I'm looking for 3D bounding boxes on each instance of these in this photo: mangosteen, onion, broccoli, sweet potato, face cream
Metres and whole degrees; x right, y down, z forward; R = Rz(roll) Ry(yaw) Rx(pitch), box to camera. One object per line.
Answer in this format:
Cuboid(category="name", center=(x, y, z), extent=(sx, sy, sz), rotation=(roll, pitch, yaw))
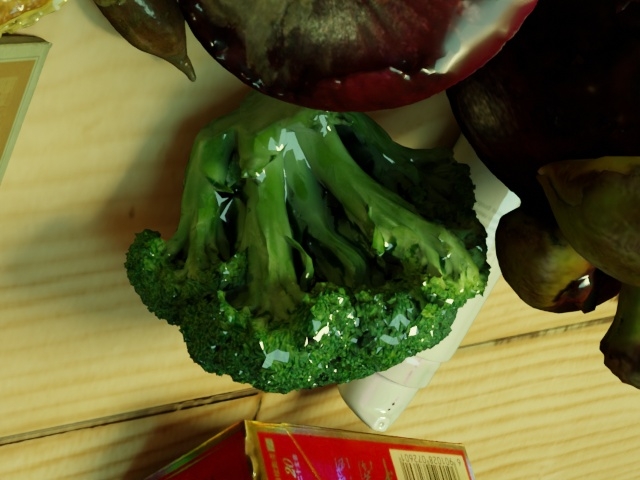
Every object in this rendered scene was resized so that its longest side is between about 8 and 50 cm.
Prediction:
Cuboid(category="mangosteen", center=(0.258, -0.126, 1.017), extent=(0.421, 0.381, 0.381), rotation=(-58, 143, -16))
Cuboid(category="onion", center=(0.033, -0.222, 0.928), extent=(0.272, 0.272, 0.195), rotation=(-59, 171, 14))
Cuboid(category="broccoli", center=(0.000, 0.000, 1.083), extent=(0.294, 0.265, 0.245), rotation=(-36, 112, -29))
Cuboid(category="sweet potato", center=(-0.117, -0.151, 0.982), extent=(0.049, 0.049, 0.117), rotation=(-42, 136, -5))
Cuboid(category="face cream", center=(0.121, 0.015, 1.285), extent=(0.102, 0.102, 0.345), rotation=(12, 114, -45))

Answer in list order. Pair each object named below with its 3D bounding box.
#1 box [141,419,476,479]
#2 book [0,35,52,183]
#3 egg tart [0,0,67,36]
Cuboid(category="box", center=(-0.017, 0.257, 1.312), extent=(0.197, 0.089, 0.313), rotation=(-33, 149, 33))
Cuboid(category="book", center=(-0.275, -0.025, 0.929), extent=(0.170, 0.018, 0.241), rotation=(-19, 137, -62))
Cuboid(category="egg tart", center=(-0.215, -0.251, 0.769), extent=(0.295, 0.116, 0.294), rotation=(-20, 131, -25))
